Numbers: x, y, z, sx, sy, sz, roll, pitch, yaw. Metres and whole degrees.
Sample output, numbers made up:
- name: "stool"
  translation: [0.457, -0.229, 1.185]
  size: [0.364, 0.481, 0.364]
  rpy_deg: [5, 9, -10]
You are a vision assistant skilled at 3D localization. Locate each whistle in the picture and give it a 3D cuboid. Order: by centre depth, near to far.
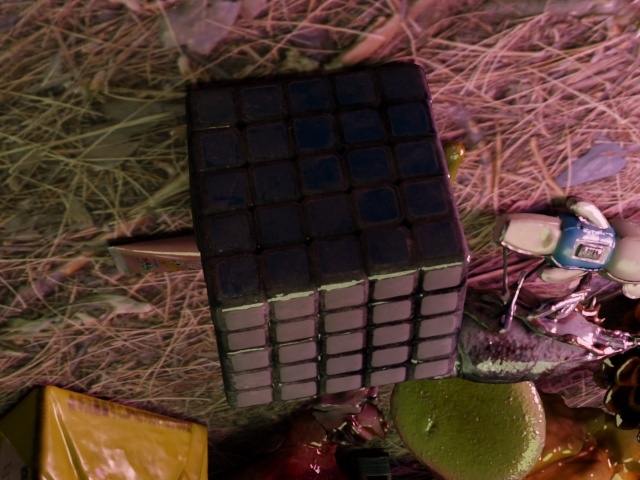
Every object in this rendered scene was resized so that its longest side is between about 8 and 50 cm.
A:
- name: "whistle"
  translation: [0.304, 0.003, 1.607]
  size: [0.236, 0.077, 0.114]
  rpy_deg: [10, 115, -23]

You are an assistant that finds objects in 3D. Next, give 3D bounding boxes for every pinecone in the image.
- name: "pinecone"
  translation: [0.490, 0.192, 1.772]
  size: [0.246, 0.292, 0.246]
  rpy_deg: [-10, 123, -15]

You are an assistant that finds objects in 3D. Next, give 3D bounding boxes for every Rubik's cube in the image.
- name: "Rubik's cube"
  translation: [0.000, 0.000, 1.326]
  size: [0.237, 0.236, 0.238]
  rpy_deg: [-8, 149, -5]

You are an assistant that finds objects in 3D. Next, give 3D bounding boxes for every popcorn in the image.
- name: "popcorn"
  translation: [0.312, 0.310, 1.933]
  size: [0.332, 0.225, 0.265]
  rpy_deg: [-3, -178, 12]

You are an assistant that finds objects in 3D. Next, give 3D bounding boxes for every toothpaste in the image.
- name: "toothpaste"
  translation: [-0.128, 0.012, 1.504]
  size: [0.195, 0.042, 0.067]
  rpy_deg: [-6, 153, 2]

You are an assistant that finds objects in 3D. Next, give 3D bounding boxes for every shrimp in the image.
- name: "shrimp"
  translation: [0.249, 0.093, 1.674]
  size: [0.372, 0.137, 0.172]
  rpy_deg: [-10, 146, -1]

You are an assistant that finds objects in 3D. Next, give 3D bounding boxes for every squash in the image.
- name: "squash"
  translation: [0.132, -0.077, 1.452]
  size: [0.028, 0.027, 0.083]
  rpy_deg: [-5, 148, -12]

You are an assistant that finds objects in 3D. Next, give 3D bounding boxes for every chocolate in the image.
- name: "chocolate"
  translation: [-0.290, 0.366, 1.814]
  size: [0.137, 0.288, 0.301]
  rpy_deg: [-20, 150, 36]

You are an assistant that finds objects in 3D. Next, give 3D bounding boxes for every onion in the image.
- name: "onion"
  translation: [-0.038, 0.408, 1.994]
  size: [0.348, 0.348, 0.385]
  rpy_deg: [6, 108, -28]

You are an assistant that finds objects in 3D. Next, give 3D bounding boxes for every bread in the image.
- name: "bread"
  translation: [0.184, 0.224, 1.801]
  size: [0.228, 0.228, 0.033]
  rpy_deg: [-39, 174, 38]

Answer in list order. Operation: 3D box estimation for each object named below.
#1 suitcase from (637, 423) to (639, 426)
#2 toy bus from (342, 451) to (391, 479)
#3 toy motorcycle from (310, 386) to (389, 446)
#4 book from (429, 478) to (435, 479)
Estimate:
- name: "suitcase"
  translation: [0.573, 0.355, 2.223]
  size: [0.194, 0.143, 0.235]
  rpy_deg: [1, 148, -21]
- name: "toy bus"
  translation: [0.065, 0.383, 2.161]
  size: [0.060, 0.074, 0.123]
  rpy_deg: [2, 147, -22]
- name: "toy motorcycle"
  translation: [0.044, 0.204, 1.831]
  size: [0.118, 0.084, 0.212]
  rpy_deg: [-13, 136, 9]
- name: "book"
  translation: [0.121, 0.485, 2.326]
  size: [0.269, 0.032, 0.389]
  rpy_deg: [-17, 157, -31]
